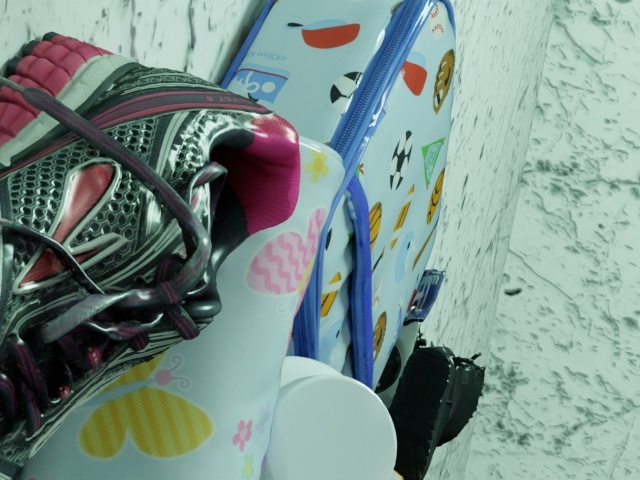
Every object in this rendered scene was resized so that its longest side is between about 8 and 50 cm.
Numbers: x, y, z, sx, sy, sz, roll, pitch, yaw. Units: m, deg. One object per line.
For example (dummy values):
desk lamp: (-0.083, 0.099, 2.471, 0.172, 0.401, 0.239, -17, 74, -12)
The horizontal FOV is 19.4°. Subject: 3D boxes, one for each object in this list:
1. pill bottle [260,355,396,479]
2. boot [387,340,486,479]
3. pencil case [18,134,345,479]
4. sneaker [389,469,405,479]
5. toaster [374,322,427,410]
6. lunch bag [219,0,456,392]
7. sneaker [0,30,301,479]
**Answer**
pill bottle: (-0.028, 0.109, 0.978, 0.169, 0.094, 0.094, -16, -124, 65)
boot: (0.069, 0.124, 1.250, 0.121, 0.045, 0.099, -68, 162, -1)
pencil case: (-0.070, 0.072, 0.862, 0.124, 0.114, 0.273, 40, 63, -77)
sneaker: (-0.034, 0.227, 1.118, 0.262, 0.099, 0.121, -49, 148, -22)
toaster: (0.013, 0.145, 1.357, 0.185, 0.110, 0.168, 74, 31, -66)
lunch bag: (0.000, 0.000, 1.139, 0.303, 0.115, 0.243, 86, 23, -53)
sneaker: (-0.097, 0.017, 0.678, 0.299, 0.112, 0.120, -62, 161, -50)
